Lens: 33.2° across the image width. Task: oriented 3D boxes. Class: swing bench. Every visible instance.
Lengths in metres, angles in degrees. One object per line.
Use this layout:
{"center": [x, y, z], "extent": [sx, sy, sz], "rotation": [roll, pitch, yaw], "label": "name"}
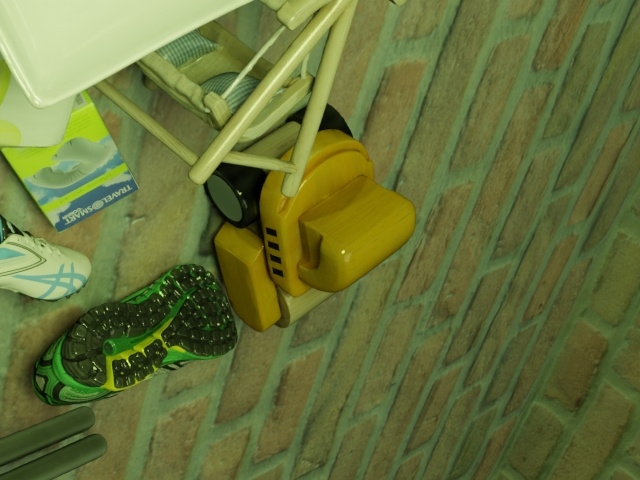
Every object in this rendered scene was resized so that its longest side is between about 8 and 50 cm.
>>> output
{"center": [-0.096, -0.219, 1.082], "extent": [0.165, 0.253, 0.254], "rotation": [4, 119, -56], "label": "swing bench"}

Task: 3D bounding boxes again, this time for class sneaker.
{"center": [-0.336, 0.016, 1.184], "extent": [0.237, 0.085, 0.086], "rotation": [7, 109, -59], "label": "sneaker"}
{"center": [-0.240, 0.124, 1.419], "extent": [0.146, 0.134, 0.344], "rotation": [-26, 173, 34], "label": "sneaker"}

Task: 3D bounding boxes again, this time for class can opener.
{"center": [-0.388, 0.275, 1.246], "extent": [0.283, 0.076, 0.095], "rotation": [-19, 170, -44], "label": "can opener"}

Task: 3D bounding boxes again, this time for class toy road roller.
{"center": [0.000, 0.000, 1.441], "extent": [0.202, 0.241, 0.329], "rotation": [-35, 141, -26], "label": "toy road roller"}

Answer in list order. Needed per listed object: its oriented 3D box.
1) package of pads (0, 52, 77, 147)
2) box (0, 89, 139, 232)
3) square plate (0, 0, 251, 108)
{"center": [-0.332, -0.193, 0.943], "extent": [0.297, 0.101, 0.229], "rotation": [-6, 127, -50], "label": "package of pads"}
{"center": [-0.273, -0.082, 1.177], "extent": [0.109, 0.042, 0.178], "rotation": [-29, 147, -7], "label": "box"}
{"center": [-0.178, -0.330, 0.888], "extent": [0.347, 0.049, 0.344], "rotation": [-34, 103, -28], "label": "square plate"}
